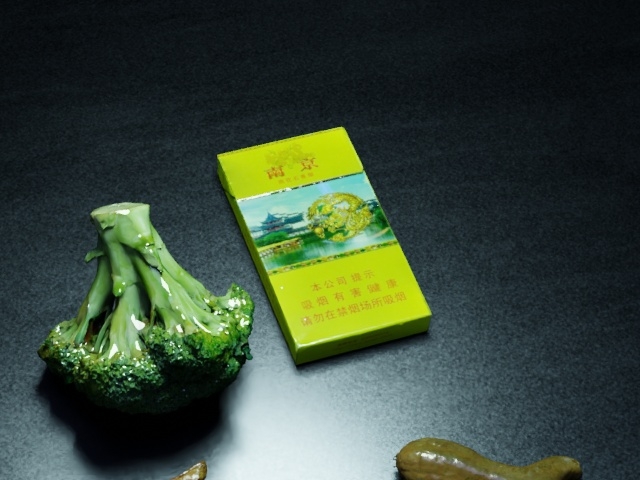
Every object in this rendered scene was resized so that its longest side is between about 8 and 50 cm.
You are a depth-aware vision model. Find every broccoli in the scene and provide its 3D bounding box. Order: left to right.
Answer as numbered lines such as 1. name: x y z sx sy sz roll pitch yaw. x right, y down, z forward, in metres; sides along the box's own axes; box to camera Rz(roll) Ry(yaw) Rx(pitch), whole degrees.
1. broccoli: -0.222 0.083 2.121 0.269 0.269 0.254 7 16 1

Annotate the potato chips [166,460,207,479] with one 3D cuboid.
1. potato chips: -0.230 0.301 2.088 0.204 0.026 0.037 -13 52 -13

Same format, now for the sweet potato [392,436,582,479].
1. sweet potato: 0.204 0.283 2.116 0.233 0.062 0.081 7 51 -3

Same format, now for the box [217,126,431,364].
1. box: 0.000 0.000 2.322 0.187 0.047 0.335 -14 54 -14
